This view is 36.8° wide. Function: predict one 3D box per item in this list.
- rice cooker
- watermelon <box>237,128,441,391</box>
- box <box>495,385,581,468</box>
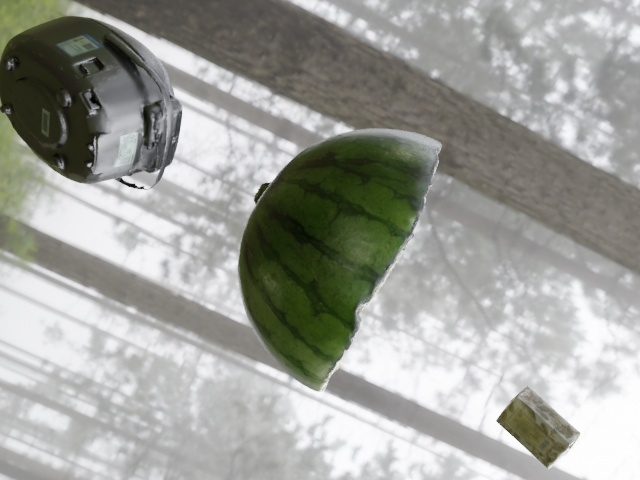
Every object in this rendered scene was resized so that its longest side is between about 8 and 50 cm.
[{"bbox_3d":[-0.224,-0.133,0.931,0.118,0.203,0.142,-27,142,-44],"label":"rice cooker"},{"bbox_3d":[0.000,0.000,1.146,0.331,0.190,0.330,-160,-90,-90],"label":"watermelon"},{"bbox_3d":[0.289,0.248,1.278,0.045,0.098,0.062,-26,154,-46],"label":"box"}]
